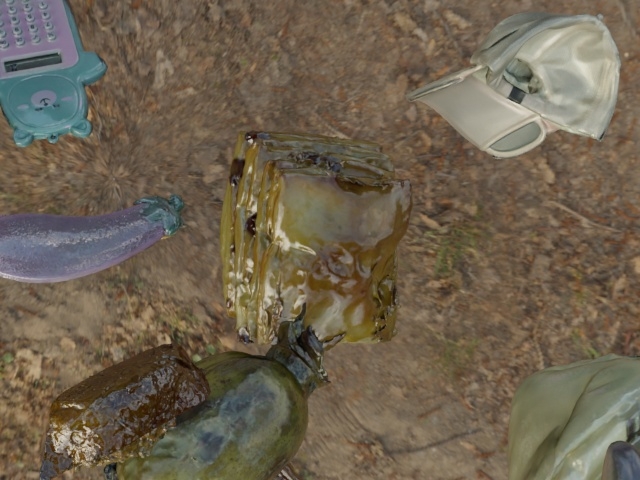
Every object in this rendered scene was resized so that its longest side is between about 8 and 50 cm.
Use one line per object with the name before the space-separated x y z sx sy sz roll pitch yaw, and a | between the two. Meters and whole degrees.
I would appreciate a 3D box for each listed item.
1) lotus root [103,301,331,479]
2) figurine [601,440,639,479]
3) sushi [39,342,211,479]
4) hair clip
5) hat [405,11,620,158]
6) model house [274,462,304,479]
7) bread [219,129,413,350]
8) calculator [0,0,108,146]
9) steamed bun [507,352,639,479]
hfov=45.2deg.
lotus root | -0.086 0.181 0.764 0.278 0.154 0.154 -39 103 -27
figurine | 0.164 0.302 0.341 0.266 0.361 0.377 -22 112 -34
sushi | -0.114 0.104 0.455 0.118 0.061 0.060 -20 105 -29
hair clip | -0.386 -0.002 1.256 0.359 0.096 0.110 -12 102 -37
hat | 0.239 -0.207 0.981 0.219 0.226 0.164 25 87 -37
model house | -0.142 0.341 0.962 0.220 0.199 0.229 14 65 -28
bread | 0.000 0.000 1.137 0.278 0.167 0.324 2 92 -21
calculator | -0.197 -0.125 0.524 0.094 0.019 0.141 -15 69 -17
steamed bun | 0.381 0.285 0.777 0.347 0.237 0.394 -40 90 -20
